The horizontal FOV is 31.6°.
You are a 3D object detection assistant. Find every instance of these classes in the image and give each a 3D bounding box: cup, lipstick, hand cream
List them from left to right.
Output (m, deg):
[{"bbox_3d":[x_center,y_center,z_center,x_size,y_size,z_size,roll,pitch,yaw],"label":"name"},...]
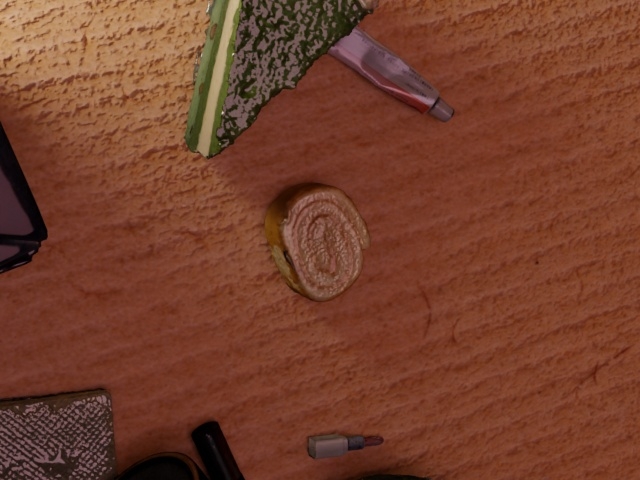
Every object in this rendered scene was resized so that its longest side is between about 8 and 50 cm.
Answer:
[{"bbox_3d":[-0.145,0.346,1.378,0.239,0.166,0.177,-53,126,-23],"label":"cup"},{"bbox_3d":[0.037,0.274,1.521,0.107,0.025,0.025,-3,99,-24],"label":"lipstick"},{"bbox_3d":[0.083,-0.219,1.462,0.216,0.038,0.052,35,62,-14],"label":"hand cream"}]

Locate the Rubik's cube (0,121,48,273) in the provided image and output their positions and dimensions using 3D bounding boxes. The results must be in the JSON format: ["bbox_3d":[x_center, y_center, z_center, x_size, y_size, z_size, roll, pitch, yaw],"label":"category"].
[{"bbox_3d":[-0.476,-0.114,1.102,0.307,0.305,0.310,-27,148,-14],"label":"Rubik's cube"}]

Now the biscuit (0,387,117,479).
[{"bbox_3d":[-0.352,0.251,1.381,0.199,0.040,0.121,-5,101,-17],"label":"biscuit"}]

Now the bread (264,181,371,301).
[{"bbox_3d":[0.000,0.000,1.443,0.122,0.073,0.149,-28,106,-15],"label":"bread"}]

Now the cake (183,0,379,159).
[{"bbox_3d":[-0.048,-0.224,1.351,0.172,0.158,0.284,12,96,-21],"label":"cake"}]

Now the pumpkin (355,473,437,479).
[{"bbox_3d":[0.098,0.433,1.479,0.260,0.189,0.260,-2,97,-17],"label":"pumpkin"}]
